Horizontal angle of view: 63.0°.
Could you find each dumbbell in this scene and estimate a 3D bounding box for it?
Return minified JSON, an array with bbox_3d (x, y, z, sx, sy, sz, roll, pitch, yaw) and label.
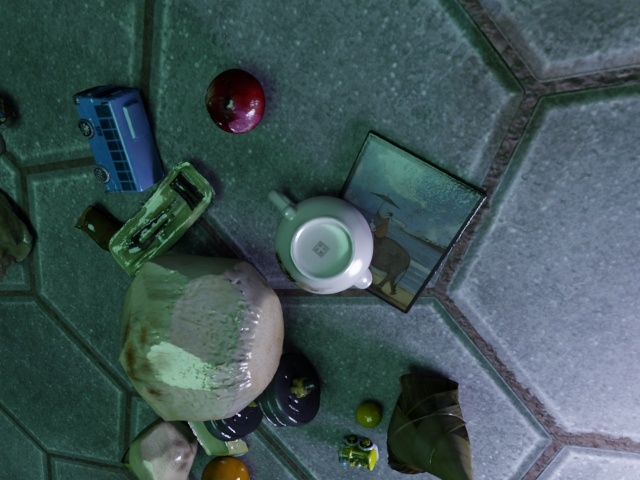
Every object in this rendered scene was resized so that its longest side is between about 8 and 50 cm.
[{"bbox_3d":[-0.159,0.419,1.384,0.388,0.185,0.185,-24,105,33],"label":"dumbbell"}]

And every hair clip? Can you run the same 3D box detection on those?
[{"bbox_3d":[-0.375,-0.051,1.266,0.321,0.091,0.138,-42,85,15],"label":"hair clip"}]

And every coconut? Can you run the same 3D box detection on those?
[{"bbox_3d":[-0.300,0.222,1.226,0.415,0.415,0.344,7,151,21],"label":"coconut"},{"bbox_3d":[-0.495,0.691,1.678,0.224,0.224,0.224,11,121,19],"label":"coconut"}]

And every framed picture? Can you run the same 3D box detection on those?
[{"bbox_3d":[0.146,-0.026,1.105,0.265,0.016,0.347,31,124,7],"label":"framed picture"}]

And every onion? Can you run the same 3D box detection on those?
[{"bbox_3d":[-0.170,-0.278,1.048,0.131,0.131,0.131,11,121,19],"label":"onion"}]

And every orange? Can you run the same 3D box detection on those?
[{"bbox_3d":[-0.302,0.762,1.676,0.156,0.124,0.156,4,125,6],"label":"orange"}]

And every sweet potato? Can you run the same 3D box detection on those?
[{"bbox_3d":[-0.516,-0.012,1.369,0.286,0.085,0.112,16,118,16],"label":"sweet potato"}]

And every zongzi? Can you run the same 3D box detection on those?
[{"bbox_3d":[0.245,0.505,1.177,0.154,0.317,0.289,3,122,-6],"label":"zongzi"}]

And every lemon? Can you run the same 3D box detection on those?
[{"bbox_3d":[0.123,0.451,1.349,0.083,0.062,0.062,-12,112,43],"label":"lemon"}]

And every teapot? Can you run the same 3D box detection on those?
[{"bbox_3d":[0.000,0.000,1.098,0.204,0.139,0.298,-40,94,8],"label":"teapot"}]

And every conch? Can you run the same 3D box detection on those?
[{"bbox_3d":[-0.997,-0.020,1.538,0.263,0.186,0.324,-12,113,10],"label":"conch"}]

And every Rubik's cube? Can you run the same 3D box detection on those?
[{"bbox_3d":[-0.847,-0.325,1.341,0.111,0.111,0.093,-22,134,32],"label":"Rubik's cube"}]

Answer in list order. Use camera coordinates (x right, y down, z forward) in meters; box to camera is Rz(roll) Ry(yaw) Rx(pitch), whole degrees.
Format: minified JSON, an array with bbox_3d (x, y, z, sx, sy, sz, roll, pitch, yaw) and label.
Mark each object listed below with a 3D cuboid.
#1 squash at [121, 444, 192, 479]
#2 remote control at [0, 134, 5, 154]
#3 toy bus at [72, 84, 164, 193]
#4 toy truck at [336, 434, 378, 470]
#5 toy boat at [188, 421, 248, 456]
[{"bbox_3d":[-0.535,0.794,1.807,0.287,0.137,0.137,41,126,-8],"label":"squash"},{"bbox_3d":[-0.916,-0.345,1.406,0.077,0.022,0.245,5,119,20],"label":"remote control"},{"bbox_3d":[-0.458,-0.234,1.204,0.133,0.116,0.234,3,120,22],"label":"toy bus"},{"bbox_3d":[0.097,0.587,1.425,0.111,0.077,0.076,1,117,24],"label":"toy truck"},{"bbox_3d":[-0.327,0.577,1.609,0.111,0.084,0.276,-18,107,29],"label":"toy boat"}]
